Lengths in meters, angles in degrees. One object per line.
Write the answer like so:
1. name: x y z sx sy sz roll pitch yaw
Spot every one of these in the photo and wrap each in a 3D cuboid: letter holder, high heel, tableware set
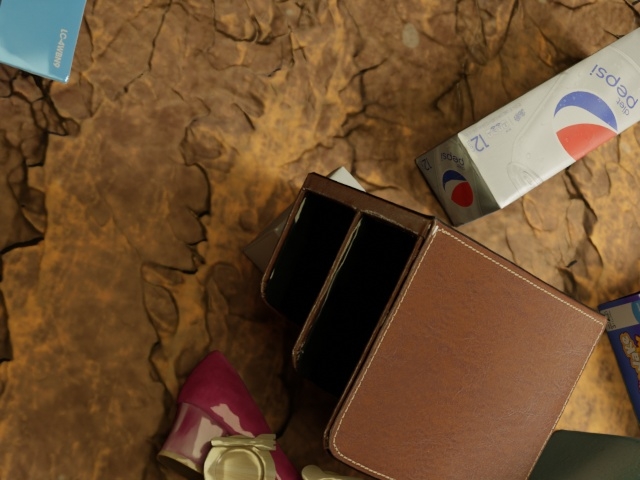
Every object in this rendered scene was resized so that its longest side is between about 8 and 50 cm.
1. letter holder: 0.088 0.102 1.033 0.302 0.152 0.214 26 89 -46
2. high heel: -0.028 0.205 1.068 0.244 0.082 0.117 30 61 -8
3. tableware set: -0.043 0.251 0.985 0.141 0.020 0.168 19 67 -13

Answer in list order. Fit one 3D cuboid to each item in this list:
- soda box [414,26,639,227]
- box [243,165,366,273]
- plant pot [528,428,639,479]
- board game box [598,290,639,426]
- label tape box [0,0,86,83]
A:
1. soda box: 0.248 -0.123 1.244 0.286 0.098 0.091 -31 91 -27
2. box: 0.000 0.000 1.106 0.087 0.102 0.101 48 67 -5
3. plant pot: 0.270 0.331 1.059 0.247 0.252 0.247 -30 90 -25
4. board game box: 0.506 0.132 1.302 0.347 0.078 0.233 -15 84 -25
5. label tape box: -0.377 -0.281 1.011 0.348 0.115 0.249 15 73 -22
